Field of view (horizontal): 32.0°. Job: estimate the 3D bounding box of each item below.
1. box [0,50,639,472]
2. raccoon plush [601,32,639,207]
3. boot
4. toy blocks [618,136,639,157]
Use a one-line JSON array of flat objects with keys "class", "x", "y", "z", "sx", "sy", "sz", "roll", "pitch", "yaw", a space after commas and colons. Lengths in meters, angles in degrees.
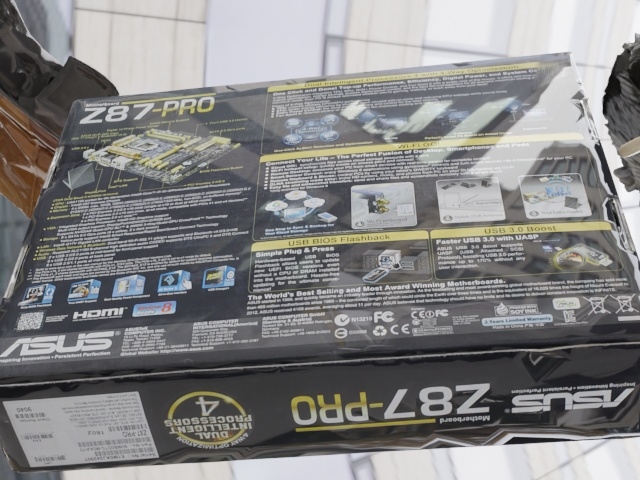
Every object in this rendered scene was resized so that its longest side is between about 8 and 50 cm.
[{"class": "box", "x": 0.000, "y": 0.000, "z": 0.762, "sx": 0.395, "sy": 0.318, "sz": 0.097, "roll": -5, "pitch": -50, "yaw": 4}, {"class": "raccoon plush", "x": 0.404, "y": -0.082, "z": 0.855, "sx": 0.216, "sy": 0.299, "sz": 0.446, "roll": 27, "pitch": -31, "yaw": 52}, {"class": "boot", "x": -0.321, "y": -0.135, "z": 1.146, "sx": 0.264, "sy": 0.096, "sz": 0.280, "roll": 31, "pitch": -28, "yaw": -2}, {"class": "toy blocks", "x": 0.233, "y": -0.002, "z": 0.580, "sx": 0.148, "sy": 0.123, "sz": 0.054, "roll": 66, "pitch": -28, "yaw": 3}]
